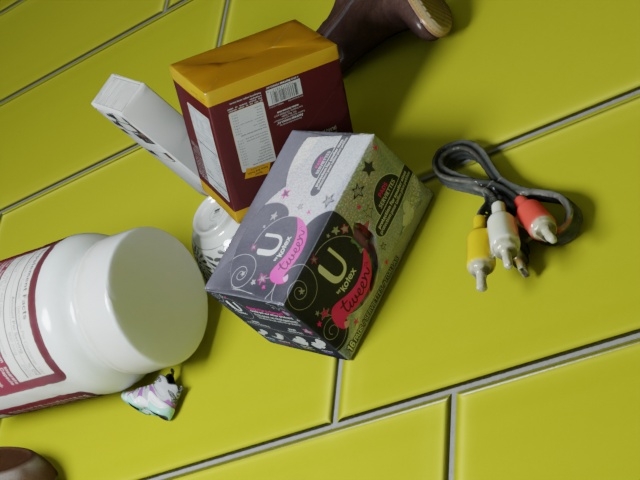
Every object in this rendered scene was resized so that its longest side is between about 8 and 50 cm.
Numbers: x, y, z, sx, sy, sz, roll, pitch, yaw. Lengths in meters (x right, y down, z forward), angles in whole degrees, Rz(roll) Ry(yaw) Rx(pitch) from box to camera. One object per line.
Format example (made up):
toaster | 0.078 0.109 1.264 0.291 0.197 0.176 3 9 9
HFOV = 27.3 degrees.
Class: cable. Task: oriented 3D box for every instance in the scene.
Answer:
cable | 0.207 -0.058 1.535 0.139 0.072 0.287 -33 39 12

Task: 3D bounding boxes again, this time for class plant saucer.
plant saucer | -0.460 0.318 1.797 0.198 0.198 0.036 4 102 47

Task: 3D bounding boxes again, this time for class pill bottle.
pill bottle | -0.361 0.115 1.833 0.392 0.224 0.224 -16 48 36

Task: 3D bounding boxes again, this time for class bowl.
bowl | -0.125 -0.019 1.832 0.170 0.080 0.170 -28 41 27

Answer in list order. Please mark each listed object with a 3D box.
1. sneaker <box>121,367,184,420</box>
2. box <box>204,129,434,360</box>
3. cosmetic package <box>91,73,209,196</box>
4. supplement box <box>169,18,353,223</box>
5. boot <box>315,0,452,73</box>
sneaker | -0.220 0.200 1.773 0.098 0.038 0.069 12 65 40
box | 0.000 0.000 1.635 0.163 0.142 0.247 7 64 49
cosmetic package | -0.210 -0.141 1.892 0.060 0.239 0.099 -55 37 -8
supplement box | -0.070 -0.159 1.748 0.191 0.194 0.129 -23 32 -18
boot | 0.077 -0.294 1.891 0.207 0.090 0.248 -50 36 19
